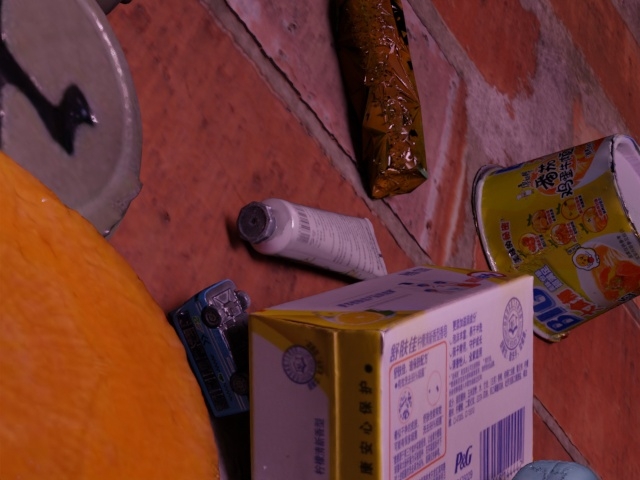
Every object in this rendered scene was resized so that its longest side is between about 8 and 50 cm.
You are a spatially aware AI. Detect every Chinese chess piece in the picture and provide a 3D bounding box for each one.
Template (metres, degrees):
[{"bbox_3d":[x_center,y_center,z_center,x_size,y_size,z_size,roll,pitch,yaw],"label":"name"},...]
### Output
[{"bbox_3d":[-0.194,-0.073,0.665,0.238,0.092,0.237,37,41,-41],"label":"Chinese chess piece"}]

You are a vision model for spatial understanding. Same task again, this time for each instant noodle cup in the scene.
[{"bbox_3d":[0.276,-0.012,1.296,0.205,0.153,0.205,38,40,-41],"label":"instant noodle cup"}]

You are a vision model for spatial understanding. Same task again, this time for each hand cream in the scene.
[{"bbox_3d":[0.000,0.000,0.972,0.194,0.042,0.067,16,48,-59],"label":"hand cream"}]

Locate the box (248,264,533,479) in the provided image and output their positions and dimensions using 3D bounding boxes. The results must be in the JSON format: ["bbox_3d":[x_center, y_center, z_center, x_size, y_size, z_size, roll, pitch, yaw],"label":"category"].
[{"bbox_3d":[0.060,0.114,0.874,0.265,0.097,0.168,-15,105,-59],"label":"box"}]

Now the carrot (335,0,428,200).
[{"bbox_3d":[0.055,-0.147,1.132,0.069,0.069,0.228,22,53,-50],"label":"carrot"}]

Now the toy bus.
[{"bbox_3d":[-0.063,0.071,0.815,0.038,0.046,0.083,-29,97,-57],"label":"toy bus"}]

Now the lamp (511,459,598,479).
[{"bbox_3d":[0.138,0.288,0.843,0.284,0.147,0.209,-60,149,-14],"label":"lamp"}]

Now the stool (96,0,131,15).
[{"bbox_3d":[-0.169,-0.191,0.783,0.110,0.096,0.096,40,39,-45],"label":"stool"}]

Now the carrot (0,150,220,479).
[{"bbox_3d":[-0.155,0.069,0.456,0.307,0.100,0.258,10,57,-58],"label":"carrot"}]
